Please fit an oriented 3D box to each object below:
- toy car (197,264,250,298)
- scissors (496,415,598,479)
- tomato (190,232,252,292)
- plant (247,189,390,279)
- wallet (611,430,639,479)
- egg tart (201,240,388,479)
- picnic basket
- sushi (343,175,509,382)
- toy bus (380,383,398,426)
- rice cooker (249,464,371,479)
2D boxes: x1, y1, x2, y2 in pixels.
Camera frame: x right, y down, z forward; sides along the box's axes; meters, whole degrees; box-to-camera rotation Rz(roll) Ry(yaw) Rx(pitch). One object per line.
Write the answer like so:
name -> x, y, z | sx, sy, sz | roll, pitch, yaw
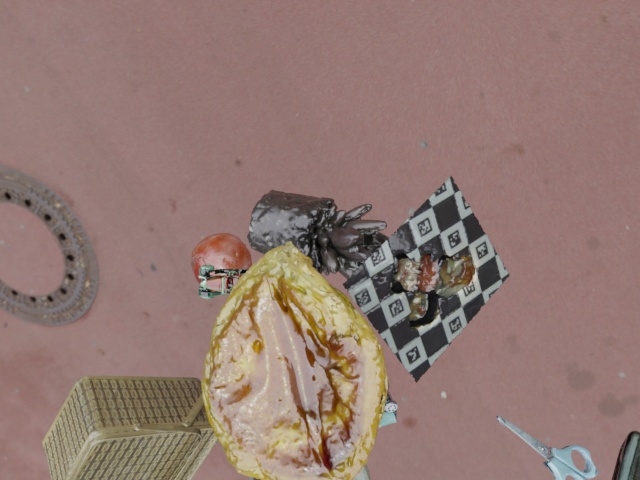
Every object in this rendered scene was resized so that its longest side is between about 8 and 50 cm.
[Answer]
toy car -> -0.186, 0.089, 1.113 | 0.144, 0.054, 0.073 | 3, 97, 1
scissors -> 0.677, 0.638, 1.612 | 0.360, 0.191, 0.029 | 35, 142, 3
tomato -> -0.330, 0.080, 1.769 | 0.208, 0.185, 0.208 | 40, 143, 40
plant -> 0.000, 0.000, 1.256 | 0.321, 0.181, 0.194 | 17, 119, 16
wallet -> 0.433, 0.334, 0.499 | 0.318, 0.172, 0.045 | 26, 140, 20
egg tart -> -0.038, 0.208, 0.843 | 0.352, 0.153, 0.339 | 39, 102, 31
picnic basket -> -0.389, 0.430, 1.149 | 0.228, 0.313, 0.175 | -56, 48, 17
sushi -> 0.223, 0.080, 1.165 | 0.339, 0.069, 0.320 | -45, 118, -12
toy bus -> 0.118, 0.371, 1.346 | 0.109, 0.091, 0.261 | -24, 123, 9
rice cooker -> -0.035, 0.761, 1.680 | 0.335, 0.335, 0.325 | 56, 151, -13
